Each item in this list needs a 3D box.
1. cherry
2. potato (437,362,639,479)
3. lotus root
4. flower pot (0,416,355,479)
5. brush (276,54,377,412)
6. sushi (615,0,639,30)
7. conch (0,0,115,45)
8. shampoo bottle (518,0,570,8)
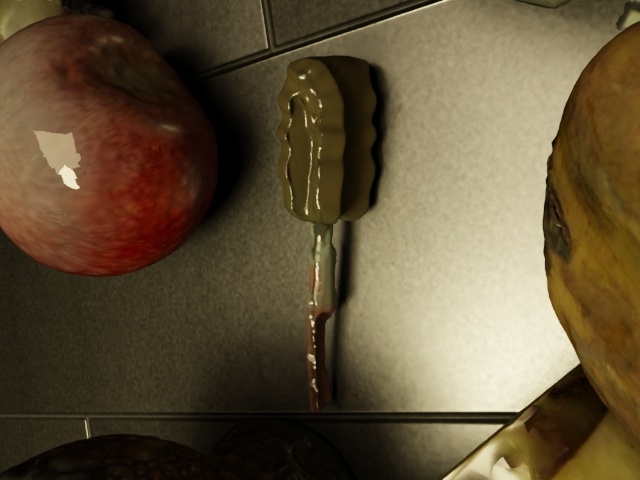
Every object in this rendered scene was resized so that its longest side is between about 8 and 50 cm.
[{"bbox_3d":[-0.215,-0.070,0.685,0.239,0.206,0.240,4,101,21],"label":"cherry"},{"bbox_3d":[0.146,0.233,0.479,0.242,0.242,0.285,48,108,21],"label":"potato"},{"bbox_3d":[0.228,-0.009,0.389,0.192,0.272,0.272,48,119,43],"label":"lotus root"},{"bbox_3d":[-0.104,0.270,0.606,0.266,0.267,0.267,2,94,34],"label":"flower pot"},{"bbox_3d":[0.000,0.000,0.630,0.071,0.084,0.301,10,105,31],"label":"brush"},{"bbox_3d":[0.371,-0.172,0.351,0.373,0.100,0.296,36,112,26],"label":"sushi"},{"bbox_3d":[-0.350,-0.236,0.745,0.312,0.240,0.186,-1,108,21],"label":"conch"},{"bbox_3d":[0.089,-0.301,0.395,0.322,0.322,0.318,36,122,26],"label":"shampoo bottle"}]
